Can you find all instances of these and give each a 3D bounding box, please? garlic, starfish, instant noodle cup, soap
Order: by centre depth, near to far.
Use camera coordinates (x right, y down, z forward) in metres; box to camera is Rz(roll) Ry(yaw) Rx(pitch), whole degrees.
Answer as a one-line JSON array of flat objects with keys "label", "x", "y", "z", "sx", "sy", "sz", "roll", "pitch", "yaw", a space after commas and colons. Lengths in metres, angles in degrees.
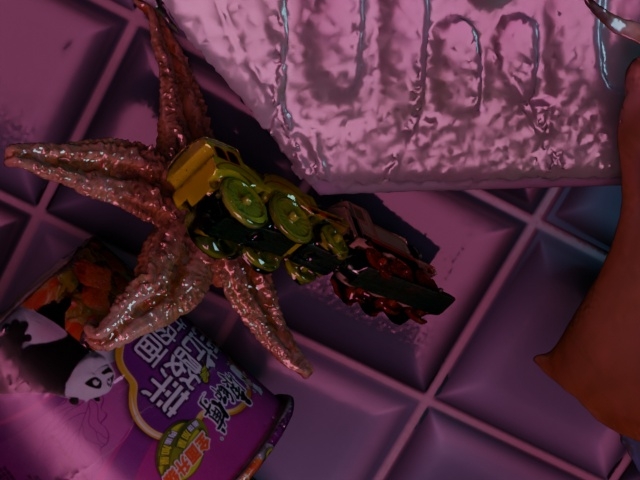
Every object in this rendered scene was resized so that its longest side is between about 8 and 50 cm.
[{"label": "garlic", "x": 0.244, "y": 0.003, "z": 1.011, "sx": 0.196, "sy": 0.151, "sz": 0.338, "roll": 5, "pitch": 136, "yaw": 5}, {"label": "soap", "x": 0.104, "y": -0.169, "z": 1.085, "sx": 0.446, "sy": 0.156, "sz": 0.261, "roll": -1, "pitch": 110, "yaw": 0}, {"label": "starfish", "x": -0.104, "y": -0.030, "z": 1.098, "sx": 0.048, "sy": 0.231, "sz": 0.295, "roll": -23, "pitch": 83, "yaw": 42}, {"label": "instant noodle cup", "x": -0.172, "y": 0.129, "z": 1.146, "sx": 0.251, "sy": 0.251, "sz": 0.190, "roll": -40, "pitch": 97, "yaw": 12}]

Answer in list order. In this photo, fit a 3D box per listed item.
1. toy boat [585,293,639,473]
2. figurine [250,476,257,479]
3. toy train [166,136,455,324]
[{"label": "toy boat", "x": 0.284, "y": 0.122, "z": 1.224, "sx": 0.098, "sy": 0.109, "sz": 0.237, "roll": -25, "pitch": 104, "yaw": -19}, {"label": "figurine", "x": -0.100, "y": 0.245, "z": 1.271, "sx": 0.149, "sy": 0.087, "sz": 0.086, "roll": -43, "pitch": 107, "yaw": -4}, {"label": "toy train", "x": 0.000, "y": 0.000, "z": 1.127, "sx": 0.053, "sy": 0.085, "sz": 0.250, "roll": -38, "pitch": 142, "yaw": 25}]
